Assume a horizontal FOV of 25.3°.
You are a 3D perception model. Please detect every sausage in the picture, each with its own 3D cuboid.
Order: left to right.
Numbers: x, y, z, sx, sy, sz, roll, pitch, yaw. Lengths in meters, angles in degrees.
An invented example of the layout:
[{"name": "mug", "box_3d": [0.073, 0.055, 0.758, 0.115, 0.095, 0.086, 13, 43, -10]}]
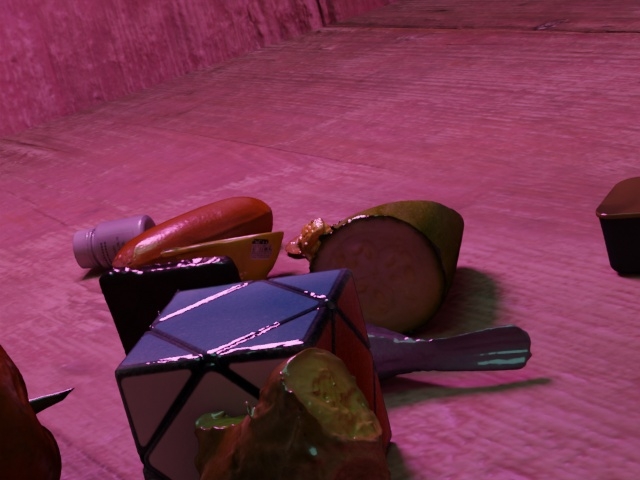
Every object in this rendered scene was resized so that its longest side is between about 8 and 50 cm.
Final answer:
[{"name": "sausage", "box_3d": [-0.198, 0.003, 2.240, 0.274, 0.105, 0.105, -24, 20, -30]}]

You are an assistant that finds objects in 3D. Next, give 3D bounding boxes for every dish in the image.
[{"name": "dish", "box_3d": [-0.136, 0.036, 2.090, 0.207, 0.080, 0.149, -11, 2, -31]}]

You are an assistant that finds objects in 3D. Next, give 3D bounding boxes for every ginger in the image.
[{"name": "ginger", "box_3d": [-0.048, 0.237, 1.269, 0.123, 0.219, 0.270, -2, -34, -49]}]

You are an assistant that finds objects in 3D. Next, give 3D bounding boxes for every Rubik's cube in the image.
[{"name": "Rubik's cube", "box_3d": [-0.061, 0.166, 1.434, 0.205, 0.207, 0.205, -9, 19, 17]}]

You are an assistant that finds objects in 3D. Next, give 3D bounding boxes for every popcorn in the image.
[{"name": "popcorn", "box_3d": [0.001, 0.015, 2.107, 0.084, 0.084, 0.084, -13, 17, 4]}]

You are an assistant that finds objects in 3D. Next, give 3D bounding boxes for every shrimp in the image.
[{"name": "shrimp", "box_3d": [0.000, 0.000, 2.224, 0.114, 0.023, 0.083, -20, 20, -1]}]

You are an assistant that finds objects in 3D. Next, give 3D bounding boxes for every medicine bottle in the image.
[{"name": "medicine bottle", "box_3d": [-0.340, 0.006, 2.376, 0.130, 0.080, 0.080, -10, 18, 16]}]

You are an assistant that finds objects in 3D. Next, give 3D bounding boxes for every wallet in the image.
[{"name": "wallet", "box_3d": [-0.141, 0.125, 1.584, 0.182, 0.229, 0.049, -5, 24, 27]}]

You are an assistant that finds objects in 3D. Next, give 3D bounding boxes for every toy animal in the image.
[{"name": "toy animal", "box_3d": [0.036, 0.135, 1.642, 0.367, 0.081, 0.206, -4, 5, 42]}]

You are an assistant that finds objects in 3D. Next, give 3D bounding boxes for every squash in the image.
[{"name": "squash", "box_3d": [0.089, 0.003, 1.866, 0.189, 0.189, 0.260, -10, 22, 14]}]

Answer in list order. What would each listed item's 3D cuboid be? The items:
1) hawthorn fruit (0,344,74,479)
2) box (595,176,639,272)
[{"name": "hawthorn fruit", "box_3d": [-0.398, 0.213, 1.487, 0.300, 0.268, 0.268, -15, 17, -11]}, {"name": "box", "box_3d": [0.465, -0.023, 1.810, 0.201, 0.090, 0.144, -4, 19, 29]}]
